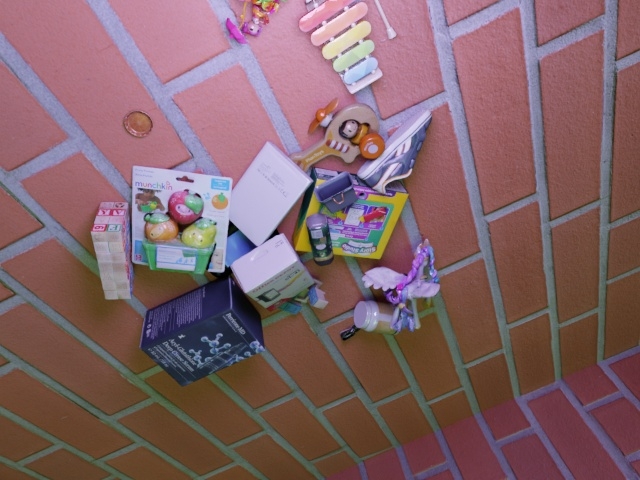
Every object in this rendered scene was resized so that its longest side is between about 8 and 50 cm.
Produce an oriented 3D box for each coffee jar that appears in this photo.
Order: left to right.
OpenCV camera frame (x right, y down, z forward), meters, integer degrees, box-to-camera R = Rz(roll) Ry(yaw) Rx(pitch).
[{"bbox_3d":[0.000,0.000,1.585,0.078,0.096,0.185,-11,129,-1],"label":"coffee jar"}]

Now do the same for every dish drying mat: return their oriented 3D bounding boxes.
[{"bbox_3d":[0.199,-0.094,1.615,0.083,0.008,0.032,-24,130,4],"label":"dish drying mat"}]

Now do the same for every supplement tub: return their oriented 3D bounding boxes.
[{"bbox_3d":[0.268,0.354,2.021,0.199,0.144,0.144,13,122,-23],"label":"supplement tub"}]

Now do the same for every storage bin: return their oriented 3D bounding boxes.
[{"bbox_3d":[0.063,-0.152,1.493,0.135,0.098,0.091,-28,136,9],"label":"storage bin"}]

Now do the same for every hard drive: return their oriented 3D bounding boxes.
[{"bbox_3d":[-0.192,-0.155,1.514,0.203,0.040,0.308,43,112,6],"label":"hard drive"}]

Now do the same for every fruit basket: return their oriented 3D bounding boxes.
[{"bbox_3d":[-0.479,-0.060,1.502,0.326,0.165,0.354,7,115,-10],"label":"fruit basket"}]

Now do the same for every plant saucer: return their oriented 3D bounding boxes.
[{"bbox_3d":[-0.558,-0.361,1.351,0.083,0.013,0.084,-7,127,-9],"label":"plant saucer"}]

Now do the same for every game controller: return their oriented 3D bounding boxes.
[{"bbox_3d":[-0.316,0.015,1.664,0.319,0.067,0.166,-34,127,11],"label":"game controller"}]

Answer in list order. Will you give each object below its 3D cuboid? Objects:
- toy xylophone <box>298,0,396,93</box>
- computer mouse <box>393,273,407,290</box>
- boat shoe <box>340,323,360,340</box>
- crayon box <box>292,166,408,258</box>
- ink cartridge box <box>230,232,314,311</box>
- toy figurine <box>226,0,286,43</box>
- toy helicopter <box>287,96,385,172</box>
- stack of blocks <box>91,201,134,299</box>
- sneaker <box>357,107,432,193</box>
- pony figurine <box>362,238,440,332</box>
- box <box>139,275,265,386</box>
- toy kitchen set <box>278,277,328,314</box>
[{"bbox_3d":[0.091,-0.616,1.287,0.236,0.081,0.322,-36,127,12],"label":"toy xylophone"},{"bbox_3d":[0.295,0.162,1.952,0.192,0.042,0.106,25,121,-35],"label":"computer mouse"},{"bbox_3d":[0.157,0.440,2.123,0.133,0.042,0.049,-32,125,8],"label":"boat shoe"},{"bbox_3d":[0.106,-0.093,1.668,0.362,0.106,0.313,7,125,-18],"label":"crayon box"},{"bbox_3d":[-0.170,0.130,1.651,0.226,0.131,0.306,-33,158,-2],"label":"ink cartridge box"},{"bbox_3d":[-0.191,-0.622,1.212,0.173,0.130,0.159,-9,147,-39],"label":"toy figurine"},{"bbox_3d":[0.023,-0.332,1.455,0.354,0.140,0.235,-28,133,20],"label":"toy helicopter"},{"bbox_3d":[-0.704,0.038,1.512,0.087,0.171,0.297,0,127,-14],"label":"stack of blocks"},{"bbox_3d":[0.281,-0.303,1.520,0.127,0.126,0.321,42,102,-15],"label":"sneaker"},{"bbox_3d":[0.373,0.206,1.842,0.351,0.302,0.364,-31,130,-46],"label":"pony figurine"},{"bbox_3d":[-0.472,0.370,1.798,0.395,0.212,0.294,-25,128,4],"label":"box"},{"bbox_3d":[-0.088,0.258,1.841,0.122,0.166,0.207,25,116,-29],"label":"toy kitchen set"}]
